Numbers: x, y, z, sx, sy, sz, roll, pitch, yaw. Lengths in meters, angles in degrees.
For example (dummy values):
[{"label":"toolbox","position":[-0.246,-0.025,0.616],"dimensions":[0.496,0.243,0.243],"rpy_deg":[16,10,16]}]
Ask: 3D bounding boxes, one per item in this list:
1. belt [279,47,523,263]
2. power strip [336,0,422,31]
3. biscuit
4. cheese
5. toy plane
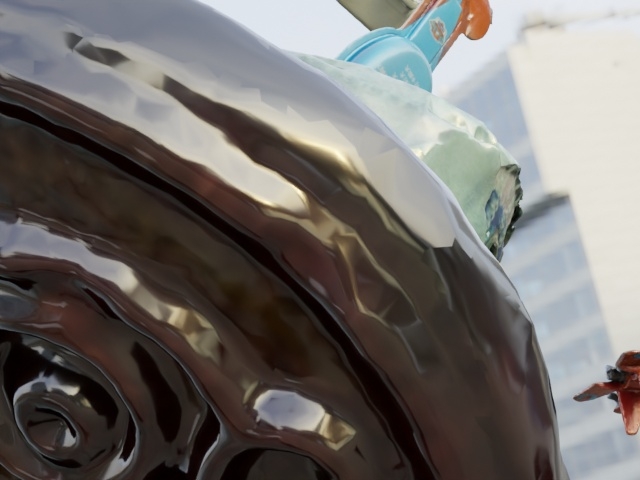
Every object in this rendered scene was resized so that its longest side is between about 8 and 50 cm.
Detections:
[{"label":"belt","position":[0.000,0.000,1.125],"dimensions":[0.207,0.150,0.257],"rpy_deg":[31,-25,-8]},{"label":"power strip","position":[0.045,-0.278,1.811],"dimensions":[0.098,0.338,0.058],"rpy_deg":[38,-70,-23]},{"label":"biscuit","position":[-0.103,0.075,0.741],"dimensions":[0.407,0.407,0.091],"rpy_deg":[-27,20,42]},{"label":"cheese","position":[0.065,-0.134,1.482],"dimensions":[0.037,0.106,0.256],"rpy_deg":[-6,36,41]},{"label":"toy plane","position":[0.269,0.085,1.294],"dimensions":[0.189,0.061,0.130],"rpy_deg":[-8,-24,-24]}]
